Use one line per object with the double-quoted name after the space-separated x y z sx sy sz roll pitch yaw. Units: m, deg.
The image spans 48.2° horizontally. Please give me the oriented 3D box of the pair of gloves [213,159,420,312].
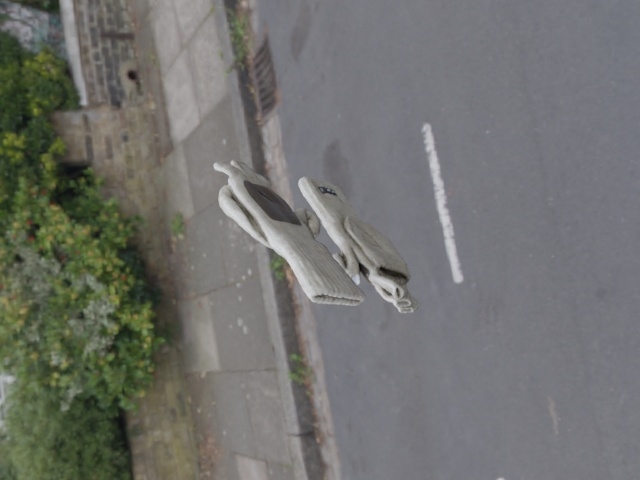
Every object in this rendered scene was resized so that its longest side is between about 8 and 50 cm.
0.000 0.000 0.754 0.204 0.240 0.042 48 112 26 "pair of gloves"
